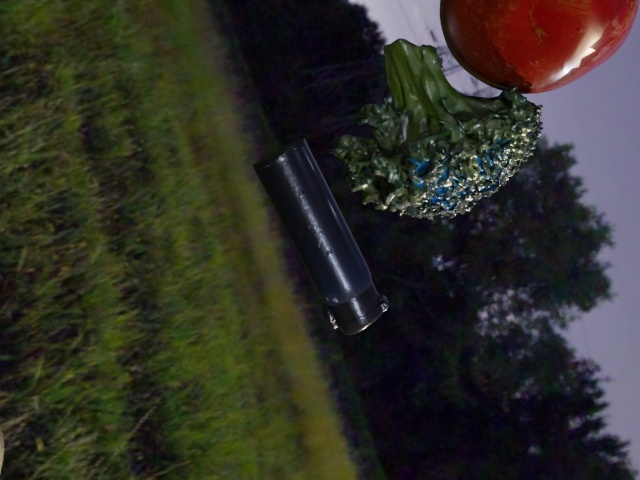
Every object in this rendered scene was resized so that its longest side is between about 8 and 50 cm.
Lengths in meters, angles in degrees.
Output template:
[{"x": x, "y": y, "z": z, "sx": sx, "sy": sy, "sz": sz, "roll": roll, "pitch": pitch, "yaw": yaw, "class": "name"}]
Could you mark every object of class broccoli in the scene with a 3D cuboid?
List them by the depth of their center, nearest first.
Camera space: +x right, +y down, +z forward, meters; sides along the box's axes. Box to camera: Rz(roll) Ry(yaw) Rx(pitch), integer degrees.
[{"x": 0.098, "y": -0.098, "z": 0.650, "sx": 0.167, "sy": 0.154, "sz": 0.160, "roll": -9, "pitch": -87, "yaw": 51, "class": "broccoli"}]

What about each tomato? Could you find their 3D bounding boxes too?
[{"x": 0.199, "y": -0.214, "z": 0.636, "sx": 0.151, "sy": 0.187, "sz": 0.187, "roll": 49, "pitch": -2, "yaw": 15, "class": "tomato"}]

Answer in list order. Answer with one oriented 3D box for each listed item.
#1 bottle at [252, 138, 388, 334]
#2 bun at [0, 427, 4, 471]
[{"x": 0.000, "y": 0.000, "z": 0.914, "sx": 0.244, "sy": 0.082, "sz": 0.072, "roll": 62, "pitch": 3, "yaw": -11, "class": "bottle"}, {"x": -0.385, "y": 0.173, "z": 0.607, "sx": 0.231, "sy": 0.133, "sz": 0.231, "roll": 27, "pitch": 28, "yaw": -16, "class": "bun"}]
